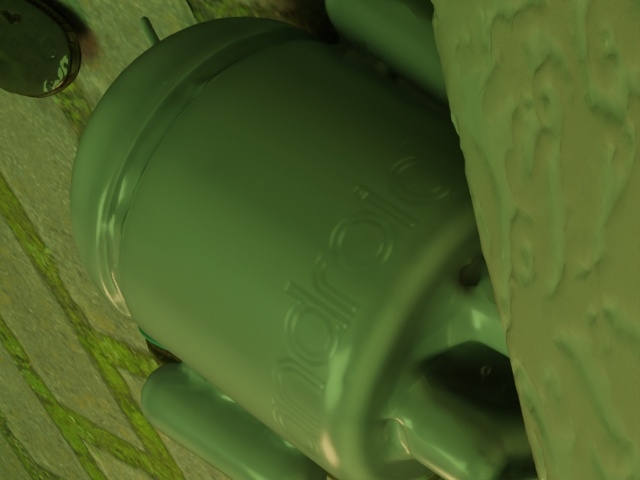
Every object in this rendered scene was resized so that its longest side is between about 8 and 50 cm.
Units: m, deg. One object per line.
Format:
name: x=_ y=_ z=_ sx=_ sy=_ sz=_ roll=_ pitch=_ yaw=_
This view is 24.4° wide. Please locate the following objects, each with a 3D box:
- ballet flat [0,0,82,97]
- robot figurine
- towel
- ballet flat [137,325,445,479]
ballet flat: x=-0.270 y=-0.168 z=1.236 sx=0.250 sy=0.058 sz=0.084 roll=13 pitch=103 yaw=43
robot figurine: x=0.000 y=0.000 z=0.831 sx=0.353 sy=0.300 sz=0.200 roll=32 pitch=-168 yaw=31
towel: x=0.129 y=-0.066 z=0.551 sx=0.317 sy=0.053 sz=0.331 roll=131 pitch=132 yaw=-65
ballet flat: x=0.005 y=0.103 z=1.035 sx=0.342 sy=0.116 sz=0.124 roll=17 pitch=164 yaw=48
